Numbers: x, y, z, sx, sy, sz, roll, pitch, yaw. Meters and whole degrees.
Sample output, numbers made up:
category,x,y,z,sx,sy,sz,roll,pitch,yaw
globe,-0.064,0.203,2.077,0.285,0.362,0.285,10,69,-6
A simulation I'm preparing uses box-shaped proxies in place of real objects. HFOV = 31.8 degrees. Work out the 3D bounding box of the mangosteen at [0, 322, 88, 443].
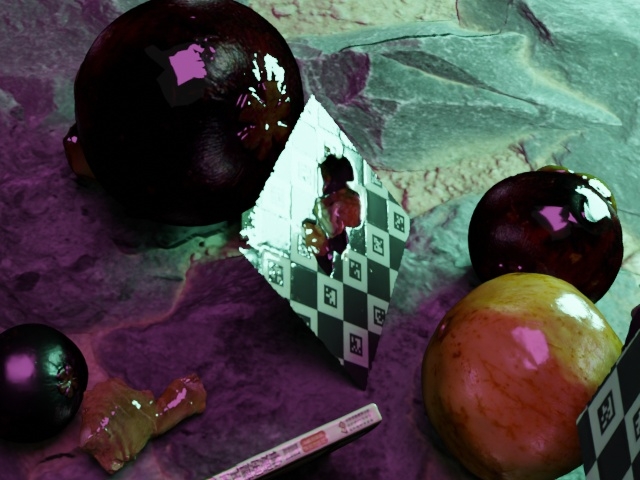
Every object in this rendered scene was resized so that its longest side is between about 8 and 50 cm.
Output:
category,x,y,z,sx,sy,sz,roll,pitch,yaw
mangosteen,-0.342,0.163,1.265,0.151,0.137,0.137,-12,44,28

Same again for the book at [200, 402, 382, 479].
category,x,y,z,sx,sy,sz,roll,pitch,yaw
book,-0.080,0.248,1.170,0.264,0.202,0.027,-21,78,-22

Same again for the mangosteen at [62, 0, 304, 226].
category,x,y,z,sx,sy,sz,roll,pitch,yaw
mangosteen,-0.187,-0.173,1.464,0.347,0.306,0.307,14,43,44

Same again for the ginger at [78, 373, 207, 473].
category,x,y,z,sx,sy,sz,roll,pitch,yaw
ginger,-0.211,0.192,1.281,0.165,0.067,0.096,-31,80,-38

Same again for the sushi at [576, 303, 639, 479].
category,x,y,z,sx,sy,sz,roll,pitch,yaw
sushi,0.343,0.199,1.190,0.064,0.343,0.359,10,39,37

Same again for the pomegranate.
category,x,y,z,sx,sy,sz,roll,pitch,yaw
pomegranate,0.229,0.158,1.266,0.248,0.248,0.248,3,50,-4

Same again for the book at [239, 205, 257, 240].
category,x,y,z,sx,sy,sz,roll,pitch,yaw
book,-0.019,-0.045,1.534,0.182,0.014,0.127,3,50,-4

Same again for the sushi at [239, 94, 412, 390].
category,x,y,z,sx,sy,sz,roll,pitch,yaw
sushi,0.000,0.000,1.406,0.050,0.264,0.290,-18,36,36

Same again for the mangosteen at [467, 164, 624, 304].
category,x,y,z,sx,sy,sz,roll,pitch,yaw
mangosteen,0.289,-0.001,1.421,0.210,0.209,0.209,3,50,-4
